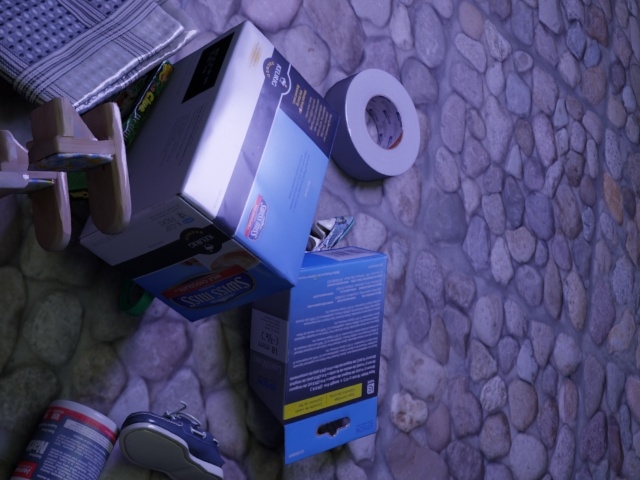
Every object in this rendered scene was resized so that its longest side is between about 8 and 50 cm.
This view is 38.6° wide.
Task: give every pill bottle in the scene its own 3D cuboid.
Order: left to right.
[{"bbox_3d":[-0.357,0.318,1.236,0.108,0.108,0.180,41,55,-30],"label":"pill bottle"}]

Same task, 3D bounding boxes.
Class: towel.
[{"bbox_3d":[-0.376,-0.340,1.314,0.312,0.056,0.324,39,48,4],"label":"towel"}]

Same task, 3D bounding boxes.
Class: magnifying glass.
[{"bbox_3d":[-0.264,0.013,1.423,0.026,0.092,0.231,30,51,-32],"label":"magnifying glass"}]

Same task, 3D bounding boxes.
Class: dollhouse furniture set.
[{"bbox_3d":[-0.461,0.006,1.006,0.362,0.394,0.257,-2,83,-44],"label":"dollhouse furniture set"}]

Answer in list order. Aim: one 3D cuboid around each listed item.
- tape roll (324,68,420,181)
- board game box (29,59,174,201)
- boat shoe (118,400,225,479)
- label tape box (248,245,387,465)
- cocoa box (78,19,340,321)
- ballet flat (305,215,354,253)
[{"bbox_3d":[0.103,-0.229,1.831,0.219,0.072,0.219,11,73,-41],"label":"tape roll"},{"bbox_3d":[-0.323,-0.164,1.360,0.030,0.136,0.260,52,50,-40],"label":"board game box"},{"bbox_3d":[-0.216,0.296,1.356,0.254,0.095,0.079,46,32,-52],"label":"boat shoe"},{"bbox_3d":[-0.005,0.190,1.590,0.240,0.106,0.334,-7,104,-45],"label":"label tape box"},{"bbox_3d":[-0.149,-0.097,1.346,0.228,0.231,0.347,41,46,-32],"label":"cocoa box"},{"bbox_3d":[0.000,0.000,1.689,0.070,0.070,0.188,54,46,-21],"label":"ballet flat"}]
